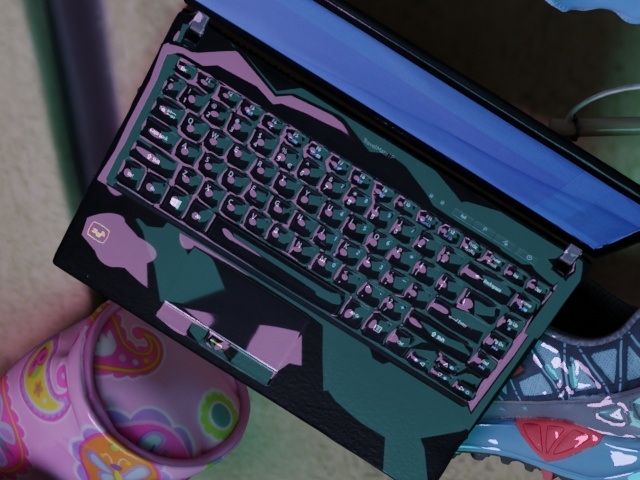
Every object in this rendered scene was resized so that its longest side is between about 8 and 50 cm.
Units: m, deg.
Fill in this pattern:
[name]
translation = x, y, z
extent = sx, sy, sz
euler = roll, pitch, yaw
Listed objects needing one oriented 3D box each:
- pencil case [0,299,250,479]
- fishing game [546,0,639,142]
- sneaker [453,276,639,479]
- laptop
[pencil case]
translation = -0.163, 0.131, 1.041
extent = 0.124, 0.124, 0.284
euler = 31, 141, -20
[fishing game]
translation = 0.142, -0.146, 0.569
extent = 0.189, 0.041, 0.264
euler = -3, 129, 6
[sneaker]
translation = 0.097, 0.049, 0.879
extent = 0.262, 0.104, 0.125
euler = 7, 109, 30
[laptop]
translation = 0.000, 0.000, 0.746
extent = 0.234, 0.136, 0.264
euler = 33, 120, 1
